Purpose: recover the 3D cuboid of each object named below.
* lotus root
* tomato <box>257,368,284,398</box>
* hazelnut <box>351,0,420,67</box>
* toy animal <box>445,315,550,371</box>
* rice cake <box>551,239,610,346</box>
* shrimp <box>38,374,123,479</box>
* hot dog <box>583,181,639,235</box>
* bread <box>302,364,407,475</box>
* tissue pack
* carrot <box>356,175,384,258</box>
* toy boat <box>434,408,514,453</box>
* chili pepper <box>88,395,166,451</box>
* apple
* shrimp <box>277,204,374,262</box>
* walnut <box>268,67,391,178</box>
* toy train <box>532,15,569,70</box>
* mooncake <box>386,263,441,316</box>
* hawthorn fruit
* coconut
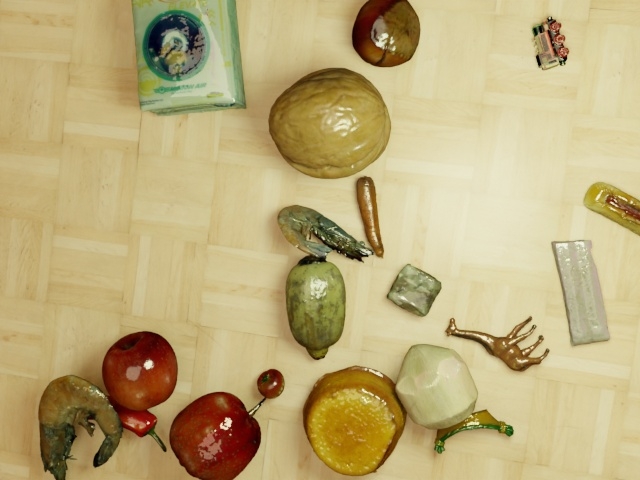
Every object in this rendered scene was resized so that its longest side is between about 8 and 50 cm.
[{"bbox_3d":[-0.009,0.196,1.946,0.173,0.173,0.309,-3,99,9],"label":"lotus root"},{"bbox_3d":[-0.142,0.424,2.006,0.087,0.087,0.075,-32,125,9],"label":"tomato"},{"bbox_3d":[0.168,-0.570,1.878,0.208,0.208,0.208,0,93,8],"label":"hazelnut"},{"bbox_3d":[0.495,0.279,1.913,0.230,0.066,0.224,-30,88,14],"label":"toy animal"},{"bbox_3d":[0.719,0.140,1.879,0.106,0.050,0.297,-11,90,8],"label":"rice cake"},{"bbox_3d":[-0.734,0.605,2.064,0.272,0.085,0.444,20,112,6],"label":"shrimp"},{"bbox_3d":[0.836,-0.076,1.843,0.243,0.073,0.084,31,92,6],"label":"hot dog"},{"bbox_3d":[0.094,0.508,1.928,0.313,0.172,0.311,1,95,8],"label":"bread"},{"bbox_3d":[-0.379,-0.566,1.958,0.288,0.162,0.387,-4,92,6],"label":"tissue pack"},{"bbox_3d":[0.145,-0.066,1.956,0.059,0.059,0.247,-10,94,9],"label":"carrot"},{"bbox_3d":[0.424,0.535,1.921,0.230,0.089,0.088,-17,76,5],"label":"toy boat"},{"bbox_3d":[-0.632,0.541,2.092,0.369,0.092,0.136,12,113,15],"label":"chili pepper"},{"bbox_3d":[-0.525,0.379,1.995,0.219,0.218,0.201,-8,117,9],"label":"apple"},{"bbox_3d":[0.003,-0.006,1.920,0.289,0.178,0.075,37,129,4],"label":"shrimp"},{"bbox_3d":[0.020,-0.314,1.838,0.333,0.333,0.332,0,93,8],"label":"walnut"},{"bbox_3d":[0.625,-0.538,1.865,0.087,0.050,0.137,-16,90,12],"label":"toy train"},{"bbox_3d":[0.268,0.143,1.935,0.130,0.073,0.125,31,100,8],"label":"mooncake"},{"bbox_3d":[-0.278,0.548,1.966,0.300,0.254,0.254,-38,87,-10],"label":"hawthorn fruit"},{"bbox_3d":[0.314,0.391,1.870,0.224,0.224,0.233,-20,85,9],"label":"coconut"}]
